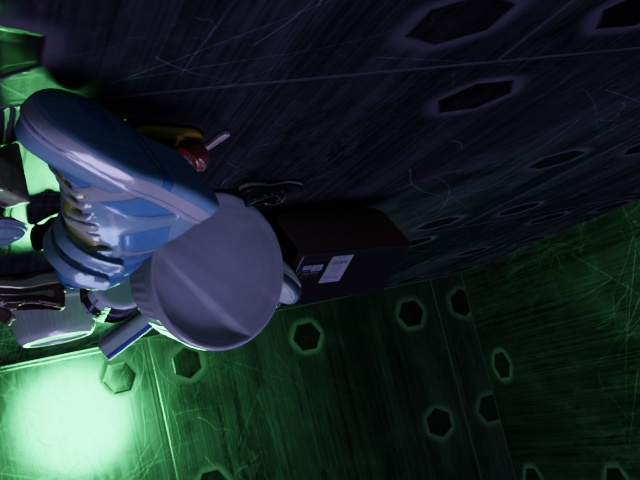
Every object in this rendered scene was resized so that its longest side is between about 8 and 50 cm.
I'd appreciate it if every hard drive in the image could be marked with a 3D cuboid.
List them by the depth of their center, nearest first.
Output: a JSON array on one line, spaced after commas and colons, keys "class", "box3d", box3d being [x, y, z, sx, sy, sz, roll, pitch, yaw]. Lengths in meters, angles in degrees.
[{"class": "hard drive", "box3d": [-0.340, 0.133, 1.947, 0.318, 0.040, 0.210, -38, -171, -9]}]

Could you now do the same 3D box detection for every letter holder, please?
[{"class": "letter holder", "box3d": [0.000, 0.000, 1.928, 0.301, 0.214, 0.152, -5, 136, -39]}]

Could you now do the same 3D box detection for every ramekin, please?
[{"class": "ramekin", "box3d": [-0.207, 0.056, 1.555, 0.272, 0.273, 0.127, -6, 179, -40]}, {"class": "ramekin", "box3d": [-0.635, 0.184, 2.128, 0.207, 0.109, 0.207, -14, 171, -2]}]

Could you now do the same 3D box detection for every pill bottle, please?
[{"class": "pill bottle", "box3d": [-0.429, 0.101, 1.858, 0.130, 0.131, 0.245, -10, 170, -23]}]

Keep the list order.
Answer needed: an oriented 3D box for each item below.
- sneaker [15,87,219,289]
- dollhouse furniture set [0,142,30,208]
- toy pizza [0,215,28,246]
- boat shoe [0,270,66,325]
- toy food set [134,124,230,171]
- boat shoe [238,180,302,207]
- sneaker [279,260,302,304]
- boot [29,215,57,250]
[{"class": "sneaker", "box3d": [-0.269, -0.035, 1.018, 0.208, 0.127, 0.319, -41, 152, 10]}, {"class": "dollhouse furniture set", "box3d": [-0.413, -0.051, 0.970, 0.129, 0.129, 0.184, -14, 171, 3]}, {"class": "toy pizza", "box3d": [-0.541, -0.011, 1.334, 0.201, 0.032, 0.201, -13, 172, -2]}, {"class": "boat shoe", "box3d": [-0.638, 0.124, 1.801, 0.257, 0.095, 0.095, -9, 170, -29]}, {"class": "toy food set", "box3d": [-0.215, -0.096, 1.175, 0.128, 0.071, 0.217, -22, 168, 40]}, {"class": "boat shoe", "box3d": [-0.084, -0.080, 1.569, 0.133, 0.042, 0.049, -7, 166, -42]}, {"class": "sneaker", "box3d": [-0.175, 0.080, 1.723, 0.282, 0.122, 0.110, 20, 133, -9]}, {"class": "boot", "box3d": [-0.408, -0.018, 1.462, 0.099, 0.045, 0.121, -10, 170, -43]}]
